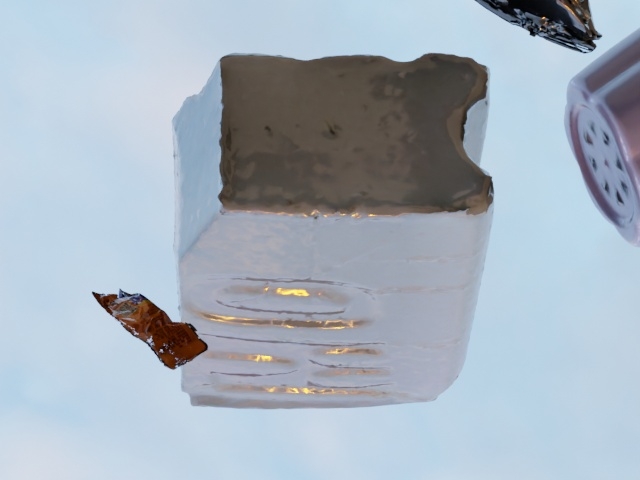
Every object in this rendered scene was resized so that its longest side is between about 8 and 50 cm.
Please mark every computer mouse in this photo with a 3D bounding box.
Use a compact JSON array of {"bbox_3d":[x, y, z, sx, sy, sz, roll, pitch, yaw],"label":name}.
[{"bbox_3d":[0.159,-0.240,1.262,0.241,0.077,0.146,52,-167,33],"label":"computer mouse"}]

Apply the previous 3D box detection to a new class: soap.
[{"bbox_3d":[0.000,0.000,1.558,0.350,0.435,0.213,4,-123,-1],"label":"soap"}]

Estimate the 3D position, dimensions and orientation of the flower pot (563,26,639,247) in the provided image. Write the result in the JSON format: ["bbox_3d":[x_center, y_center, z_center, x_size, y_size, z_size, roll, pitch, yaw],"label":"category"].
[{"bbox_3d":[0.392,-0.115,1.460,0.243,0.265,0.265,-25,-100,-7],"label":"flower pot"}]

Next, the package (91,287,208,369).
[{"bbox_3d":[-0.159,0.077,1.341,0.111,0.033,0.077,34,-175,18],"label":"package"}]
